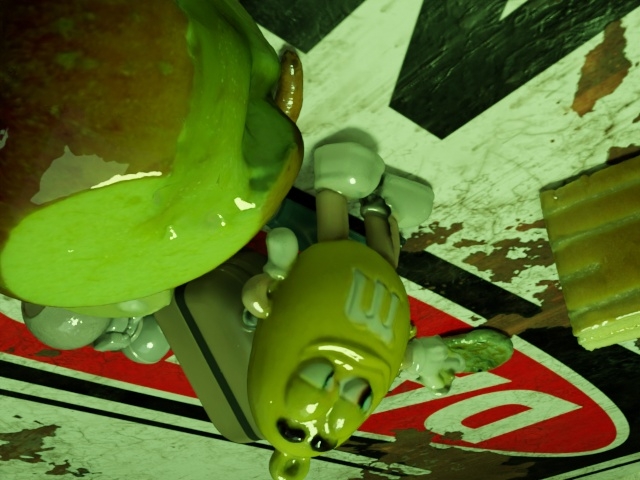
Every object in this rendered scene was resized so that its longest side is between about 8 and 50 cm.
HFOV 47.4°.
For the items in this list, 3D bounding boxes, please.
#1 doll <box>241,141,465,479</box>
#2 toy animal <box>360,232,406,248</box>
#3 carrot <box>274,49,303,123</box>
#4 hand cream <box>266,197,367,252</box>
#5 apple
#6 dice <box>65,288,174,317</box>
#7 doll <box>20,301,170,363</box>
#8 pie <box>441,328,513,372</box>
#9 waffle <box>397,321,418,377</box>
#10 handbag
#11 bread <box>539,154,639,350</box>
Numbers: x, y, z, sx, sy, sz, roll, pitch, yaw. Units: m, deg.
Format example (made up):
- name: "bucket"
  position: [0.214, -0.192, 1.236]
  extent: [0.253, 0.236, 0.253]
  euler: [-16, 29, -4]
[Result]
- name: "doll"
  position: [0.048, 0.080, 0.986]
  extent: [0.348, 0.423, 0.161]
  euler: [-9, 178, -32]
- name: "toy animal"
  position: [0.004, 0.104, 1.219]
  extent: [0.197, 0.272, 0.160]
  euler: [13, 174, -10]
- name: "carrot"
  position: [-0.047, -0.155, 0.903]
  extent: [0.047, 0.047, 0.191]
  euler: [4, 146, -11]
- name: "hand cream"
  position: [0.000, 0.000, 1.107]
  extent: [0.224, 0.083, 0.048]
  euler: [31, 176, -27]
- name: "apple"
  position: [-0.181, -0.116, 0.658]
  extent: [0.374, 0.374, 0.384]
  euler: [23, 164, -35]
- name: "dice"
  position: [-0.284, -0.002, 0.998]
  extent: [0.166, 0.169, 0.169]
  euler: [0, 147, -7]
- name: "doll"
  position: [-0.358, 0.135, 1.235]
  extent: [0.151, 0.151, 0.287]
  euler: [-23, 146, 27]
- name: "pie"
  position: [0.316, 0.237, 1.546]
  extent: [0.187, 0.041, 0.187]
  euler: [-2, 147, -2]
- name: "waffle"
  position: [0.062, 0.235, 1.455]
  extent: [0.293, 0.069, 0.260]
  euler: [-12, 148, -9]
- name: "handbag"
  position: [-0.099, 0.162, 1.133]
  extent: [0.283, 0.149, 0.302]
  euler: [-13, 105, 41]
- name: "bread"
  position: [0.454, 0.003, 1.028]
  extent: [0.246, 0.239, 0.111]
  euler: [-21, 149, 27]
